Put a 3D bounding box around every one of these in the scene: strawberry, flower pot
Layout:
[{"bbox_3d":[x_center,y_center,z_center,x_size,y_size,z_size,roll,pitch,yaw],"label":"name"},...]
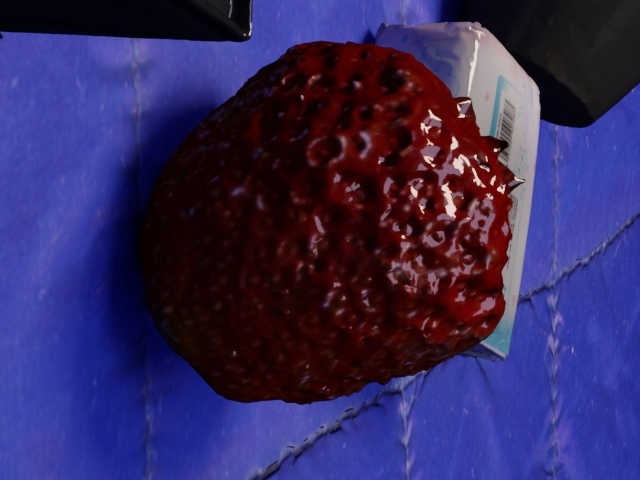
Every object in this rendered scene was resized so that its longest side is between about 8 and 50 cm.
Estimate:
[{"bbox_3d":[0.000,0.000,1.253,0.277,0.257,0.257,-34,131,-23],"label":"strawberry"},{"bbox_3d":[0.237,-0.219,1.769,0.166,0.269,0.269,-57,150,-8],"label":"flower pot"}]

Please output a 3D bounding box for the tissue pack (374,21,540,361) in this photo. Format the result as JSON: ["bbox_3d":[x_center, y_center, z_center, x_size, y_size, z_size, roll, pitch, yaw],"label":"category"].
[{"bbox_3d":[0.109,-0.041,1.603,0.201,0.124,0.271,32,65,-64],"label":"tissue pack"}]

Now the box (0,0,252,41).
[{"bbox_3d":[-0.175,-0.260,0.835,0.345,0.204,0.251,27,69,-64],"label":"box"}]
